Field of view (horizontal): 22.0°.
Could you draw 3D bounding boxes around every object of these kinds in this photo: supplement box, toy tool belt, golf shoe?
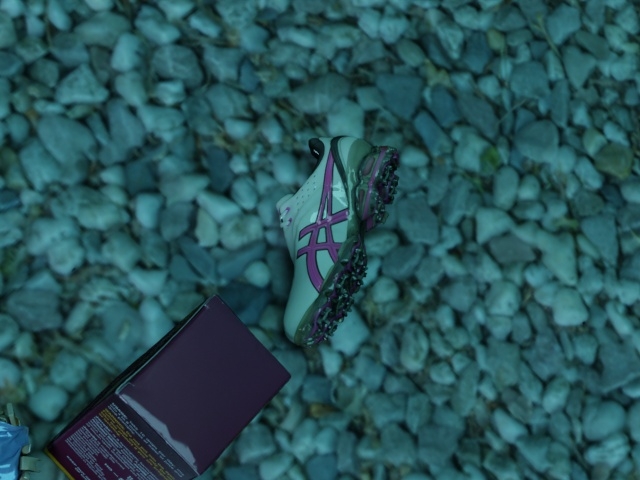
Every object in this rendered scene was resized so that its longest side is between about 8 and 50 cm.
[{"bbox_3d":[-0.111,0.123,1.159,0.081,0.188,0.104,47,59,-3],"label":"supplement box"},{"bbox_3d":[-0.227,0.161,1.172,0.052,0.051,0.083,5,70,-23],"label":"toy tool belt"},{"bbox_3d":[0.000,0.000,1.338,0.086,0.067,0.186,14,67,16],"label":"golf shoe"}]
